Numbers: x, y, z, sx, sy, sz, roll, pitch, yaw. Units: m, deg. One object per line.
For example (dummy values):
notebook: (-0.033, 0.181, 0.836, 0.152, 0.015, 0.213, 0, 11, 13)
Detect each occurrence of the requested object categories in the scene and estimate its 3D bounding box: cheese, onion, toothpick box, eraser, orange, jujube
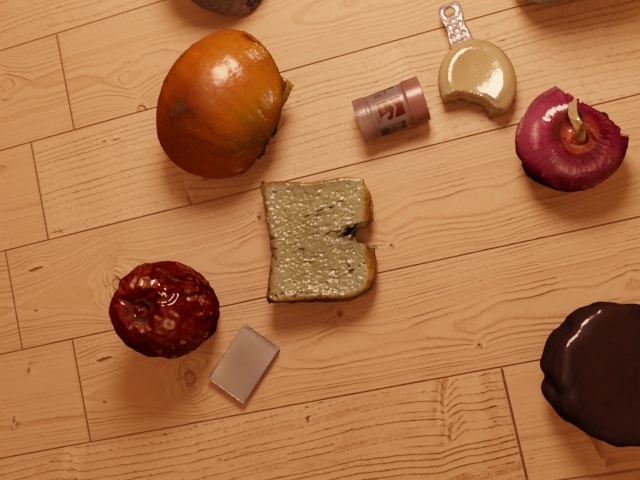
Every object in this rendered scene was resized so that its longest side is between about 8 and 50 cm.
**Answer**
cheese: (0.334, -0.391, 1.337, 0.163, 0.071, 0.249, 0, 87, 11)
onion: (0.491, -0.190, 1.256, 0.207, 0.200, 0.201, 22, 92, -21)
toothpick box: (0.152, -0.281, 1.352, 0.148, 0.098, 0.099, -19, 85, 10)
eraser: (-0.175, 0.281, 1.429, 0.103, 0.023, 0.150, 34, 93, 10)
orange: (-0.221, -0.288, 1.346, 0.274, 0.274, 0.310, 44, 89, 9)
jujube: (-0.329, 0.146, 1.358, 0.212, 0.232, 0.213, -1, 83, 11)

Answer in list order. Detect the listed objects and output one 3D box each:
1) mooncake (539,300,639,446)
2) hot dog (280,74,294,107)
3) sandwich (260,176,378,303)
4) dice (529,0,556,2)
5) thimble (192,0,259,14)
mooncake: (0.578, 0.257, 1.232, 0.282, 0.141, 0.283, 0, 88, 1)
hot dog: (-0.166, -0.314, 1.417, 0.261, 0.093, 0.123, -3, 96, 25)
sandwich: (0.000, 0.000, 1.373, 0.248, 0.095, 0.274, -4, 86, 7)
dice: (0.493, -0.644, 1.218, 0.264, 0.268, 0.263, -12, 87, 9)
thimble: (-0.233, -0.637, 1.409, 0.245, 0.157, 0.217, 40, 98, 10)
